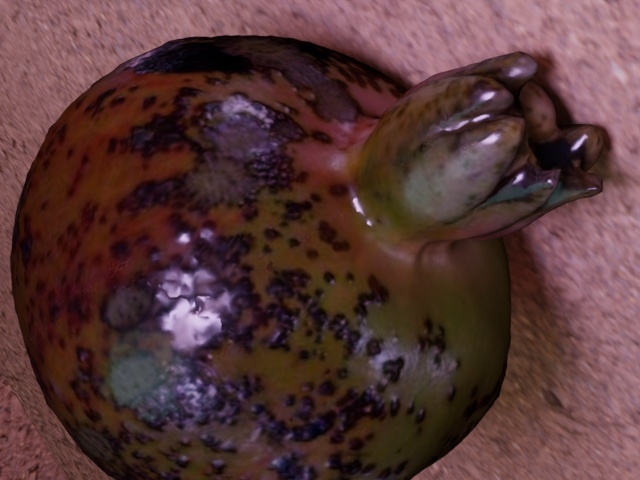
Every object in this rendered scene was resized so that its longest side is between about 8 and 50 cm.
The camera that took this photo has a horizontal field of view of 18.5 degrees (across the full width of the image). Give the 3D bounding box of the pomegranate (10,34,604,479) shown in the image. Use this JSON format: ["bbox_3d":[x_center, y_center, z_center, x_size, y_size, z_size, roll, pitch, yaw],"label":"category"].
[{"bbox_3d":[0.000,0.000,1.029,0.285,0.285,0.341,50,130,-5],"label":"pomegranate"}]
